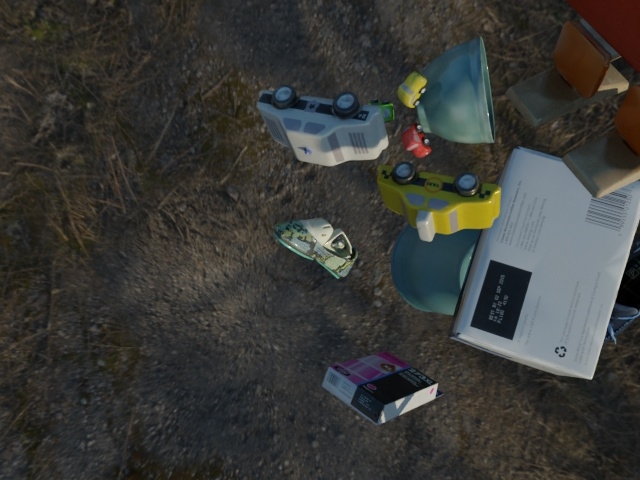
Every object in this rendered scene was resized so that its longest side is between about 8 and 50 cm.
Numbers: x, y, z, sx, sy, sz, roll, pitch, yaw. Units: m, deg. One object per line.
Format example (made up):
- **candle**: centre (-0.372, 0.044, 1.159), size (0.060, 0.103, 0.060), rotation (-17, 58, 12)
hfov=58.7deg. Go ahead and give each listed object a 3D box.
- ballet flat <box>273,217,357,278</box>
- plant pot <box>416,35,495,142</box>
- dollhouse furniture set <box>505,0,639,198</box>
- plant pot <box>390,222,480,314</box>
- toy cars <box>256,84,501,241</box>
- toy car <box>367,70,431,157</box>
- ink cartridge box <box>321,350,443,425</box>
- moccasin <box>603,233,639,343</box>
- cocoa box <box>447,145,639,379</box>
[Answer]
- **ballet flat**: centre (0.000, 0.000, 0.838), size (0.070, 0.188, 0.070), rotation (-9, 69, 25)
- **plant pot**: centre (0.378, -0.409, 1.624), size (0.196, 0.293, 0.293), rotation (-6, 81, 20)
- **dollhouse furniture set**: centre (0.160, -0.182, 0.343), size (0.135, 0.262, 0.259), rotation (-24, 63, -8)
- **plant pot**: centre (0.354, 0.071, 1.432), size (0.271, 0.255, 0.272), rotation (-2, 96, -20)
- **toy cars**: centre (0.079, -0.097, 0.821), size (0.393, 0.176, 0.087), rotation (29, 67, -16)
- **toy car**: centre (0.205, -0.355, 1.609), size (0.053, 0.225, 0.239), rotation (-27, 121, -34)
- **ink cartridge box**: centre (0.181, 0.369, 1.485), size (0.175, 0.371, 0.069), rotation (28, 103, 34)
- **moccasin**: centre (0.595, 0.097, 1.153), size (0.137, 0.342, 0.116), rotation (39, 38, 27)
- **cocoa box**: centre (0.396, 0.050, 1.043), size (0.231, 0.228, 0.347), rotation (18, 82, 12)
